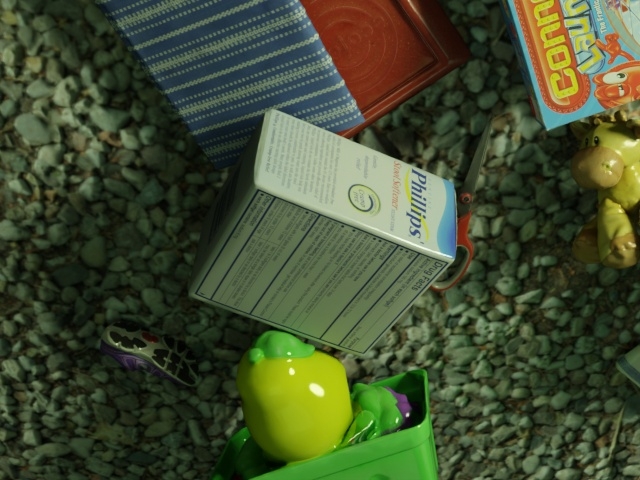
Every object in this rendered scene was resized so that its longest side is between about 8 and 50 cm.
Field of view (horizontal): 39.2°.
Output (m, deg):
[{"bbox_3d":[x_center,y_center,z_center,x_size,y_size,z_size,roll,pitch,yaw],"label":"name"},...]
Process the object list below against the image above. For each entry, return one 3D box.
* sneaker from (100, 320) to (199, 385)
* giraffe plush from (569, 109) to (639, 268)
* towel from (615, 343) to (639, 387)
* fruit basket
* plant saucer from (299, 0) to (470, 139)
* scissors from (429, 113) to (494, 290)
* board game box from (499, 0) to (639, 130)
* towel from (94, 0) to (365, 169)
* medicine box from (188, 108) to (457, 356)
[{"bbox_3d":[-0.276,0.189,1.456,0.170,0.068,0.071,29,132,-9],"label":"sneaker"},{"bbox_3d":[0.413,-0.087,1.232,0.181,0.210,0.170,-15,119,36],"label":"giraffe plush"},{"bbox_3d":[0.655,0.174,1.488,0.209,0.034,0.285,36,112,-19],"label":"towel"},{"bbox_3d":[-0.012,0.284,1.405,0.392,0.283,0.392,1,102,6],"label":"fruit basket"},{"bbox_3d":[0.030,-0.261,1.183,0.258,0.048,0.259,-32,119,17],"label":"plant saucer"},{"bbox_3d":[0.219,-0.047,1.343,0.109,0.021,0.297,23,118,-13],"label":"scissors"},{"bbox_3d":[0.369,-0.328,1.083,0.301,0.086,0.308,-19,105,9],"label":"board game box"},{"bbox_3d":[-0.120,-0.249,1.147,0.243,0.040,0.336,-14,129,25],"label":"towel"},{"bbox_3d":[0.000,0.000,1.246,0.289,0.149,0.263,20,137,-15],"label":"medicine box"}]
